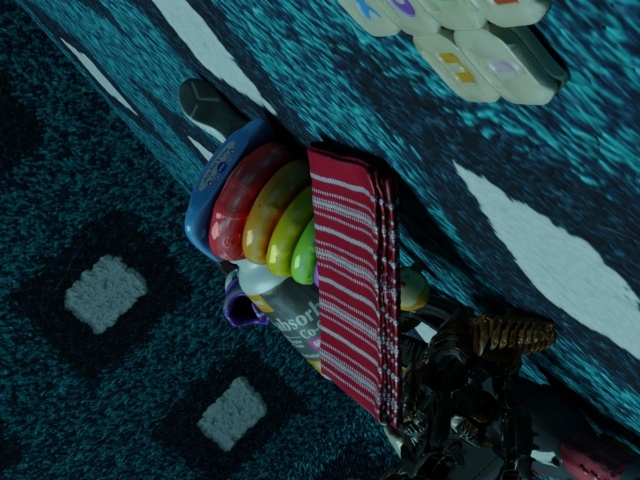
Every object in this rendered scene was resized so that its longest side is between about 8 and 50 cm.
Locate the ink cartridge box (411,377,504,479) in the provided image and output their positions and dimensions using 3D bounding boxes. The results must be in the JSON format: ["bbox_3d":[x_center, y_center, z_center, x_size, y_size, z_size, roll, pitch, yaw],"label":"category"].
[{"bbox_3d":[0.212,0.259,1.699,0.093,0.154,0.212,46,175,19],"label":"ink cartridge box"}]

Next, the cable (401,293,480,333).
[{"bbox_3d":[0.122,0.067,1.645,0.139,0.072,0.287,61,157,-13],"label":"cable"}]

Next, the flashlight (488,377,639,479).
[{"bbox_3d":[0.281,0.226,1.339,0.304,0.103,0.103,-157,57,-68],"label":"flashlight"}]

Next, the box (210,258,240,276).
[{"bbox_3d":[-0.083,0.053,2.358,0.191,0.143,0.381,48,171,-13],"label":"box"}]

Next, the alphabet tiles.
[{"bbox_3d":[0.022,-0.186,0.728,0.284,0.021,0.278,47,174,-15],"label":"alphabet tiles"}]

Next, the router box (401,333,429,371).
[{"bbox_3d":[0.149,0.168,1.738,0.133,0.046,0.179,20,173,18],"label":"router box"}]

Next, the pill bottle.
[{"bbox_3d":[-0.019,0.059,1.881,0.278,0.162,0.162,47,173,-19],"label":"pill bottle"}]

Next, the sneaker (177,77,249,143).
[{"bbox_3d":[-0.133,-0.157,1.739,0.152,0.054,0.061,43,176,14],"label":"sneaker"}]

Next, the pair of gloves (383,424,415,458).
[{"bbox_3d":[0.150,0.328,1.512,0.204,0.042,0.240,56,177,-20],"label":"pair of gloves"}]

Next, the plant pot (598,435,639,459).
[{"bbox_3d":[0.325,0.356,1.446,0.205,0.188,0.205,44,173,7],"label":"plant pot"}]

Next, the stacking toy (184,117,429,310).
[{"bbox_3d":[0.000,0.000,1.562,0.302,0.175,0.166,31,172,19],"label":"stacking toy"}]

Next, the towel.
[{"bbox_3d":[0.032,0.040,1.359,0.199,0.031,0.275,-148,53,-65],"label":"towel"}]

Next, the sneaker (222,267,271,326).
[{"bbox_3d":[-0.061,0.086,2.082,0.095,0.236,0.104,64,-152,-21],"label":"sneaker"}]

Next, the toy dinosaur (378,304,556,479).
[{"bbox_3d":[0.148,0.156,1.355,0.164,0.218,0.322,4,153,4],"label":"toy dinosaur"}]
